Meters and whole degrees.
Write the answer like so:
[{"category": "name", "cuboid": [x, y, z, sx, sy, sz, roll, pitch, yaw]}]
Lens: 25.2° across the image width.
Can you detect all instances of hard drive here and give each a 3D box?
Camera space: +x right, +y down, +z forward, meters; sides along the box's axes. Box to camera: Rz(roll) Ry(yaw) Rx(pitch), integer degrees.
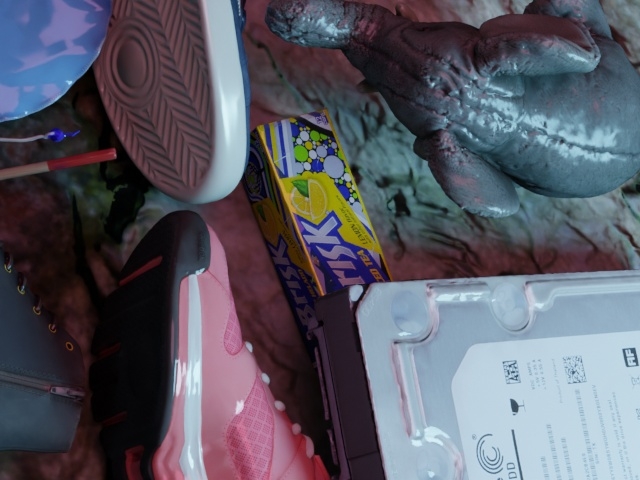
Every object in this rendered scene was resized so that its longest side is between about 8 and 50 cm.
[{"category": "hard drive", "cuboid": [0.159, 0.139, 0.966, 0.339, 0.064, 0.237, -1, 75, -35]}]

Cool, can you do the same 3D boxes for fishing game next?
[{"category": "fishing game", "cuboid": [-0.228, -0.162, 0.930, 0.189, 0.041, 0.264, -12, 87, -8]}]

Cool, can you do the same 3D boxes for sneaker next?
[{"category": "sneaker", "cuboid": [-0.079, -0.201, 0.981, 0.148, 0.131, 0.350, -8, 86, -47]}, {"category": "sneaker", "cuboid": [-0.207, 0.025, 0.880, 0.118, 0.083, 0.222, 4, 81, -28]}, {"category": "sneaker", "cuboid": [-0.059, 0.138, 0.900, 0.136, 0.116, 0.314, 0, 80, -34]}]

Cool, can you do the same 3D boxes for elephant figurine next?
[{"category": "elephant figurine", "cuboid": [0.109, -0.094, 0.970, 0.239, 0.186, 0.169, -2, 83, -52]}]

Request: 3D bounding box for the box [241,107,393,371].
[{"category": "box", "cuboid": [0.000, 0.000, 0.984, 0.059, 0.054, 0.169, -17, 80, -28]}]
